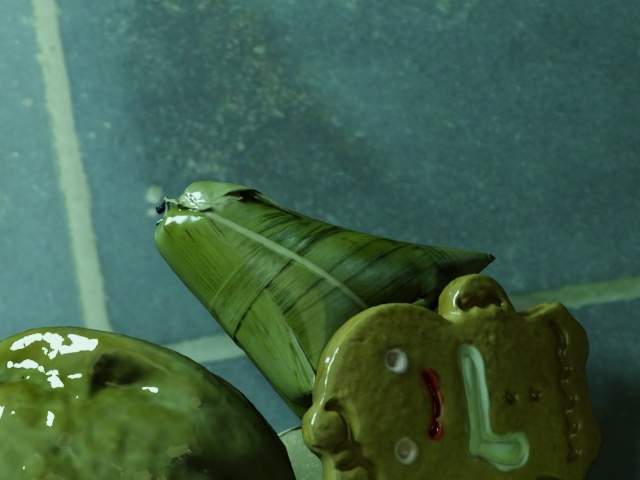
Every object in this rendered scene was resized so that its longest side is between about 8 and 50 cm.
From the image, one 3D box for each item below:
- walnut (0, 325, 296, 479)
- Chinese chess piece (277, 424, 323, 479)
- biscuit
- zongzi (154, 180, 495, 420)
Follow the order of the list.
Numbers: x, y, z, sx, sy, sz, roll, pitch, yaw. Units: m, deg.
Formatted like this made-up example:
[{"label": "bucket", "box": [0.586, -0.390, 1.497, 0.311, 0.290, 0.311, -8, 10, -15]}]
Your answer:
[{"label": "walnut", "box": [-0.134, 0.180, 1.091, 0.283, 0.283, 0.227, 30, 32, 6]}, {"label": "Chinese chess piece", "box": [0.000, 0.191, 1.209, 0.122, 0.051, 0.122, 3, 67, -7]}, {"label": "biscuit", "box": [0.097, 0.114, 1.210, 0.249, 0.035, 0.184, 1, 78, -30]}, {"label": "zongzi", "box": [-0.002, -0.002, 1.268, 0.204, 0.094, 0.205, -38, 78, -22]}]
